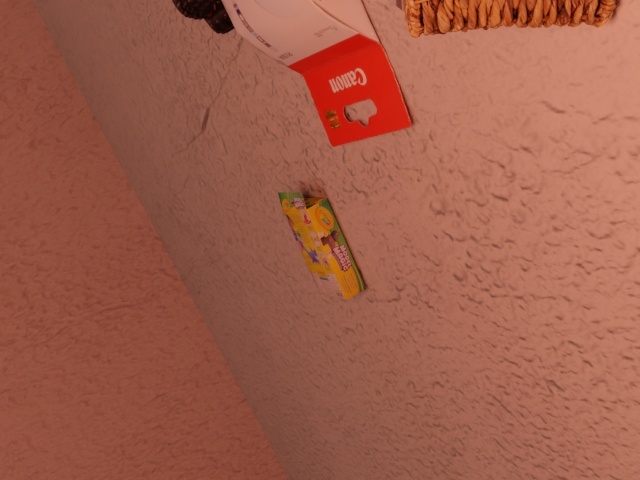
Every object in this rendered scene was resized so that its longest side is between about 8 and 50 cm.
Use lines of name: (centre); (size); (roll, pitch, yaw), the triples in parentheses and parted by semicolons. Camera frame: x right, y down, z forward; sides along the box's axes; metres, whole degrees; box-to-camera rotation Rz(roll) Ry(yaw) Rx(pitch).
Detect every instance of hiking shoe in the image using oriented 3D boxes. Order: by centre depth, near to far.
hiking shoe: (-0.214, -0.438, 1.923); (0.114, 0.086, 0.227); (59, -170, 21)

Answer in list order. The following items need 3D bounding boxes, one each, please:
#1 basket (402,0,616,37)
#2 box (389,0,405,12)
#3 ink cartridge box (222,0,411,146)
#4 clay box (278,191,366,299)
basket: (0.189, -0.379, 1.128); (0.299, 0.223, 0.214); (84, -178, -48)
box: (0.088, -0.383, 1.442); (0.186, 0.038, 0.145); (47, 155, 36)
ink cartridge box: (-0.031, -0.320, 1.734); (0.385, 0.091, 0.308); (66, 159, -8)
clay box: (0.000, 0.000, 2.133); (0.127, 0.053, 0.222); (7, 122, 66)
